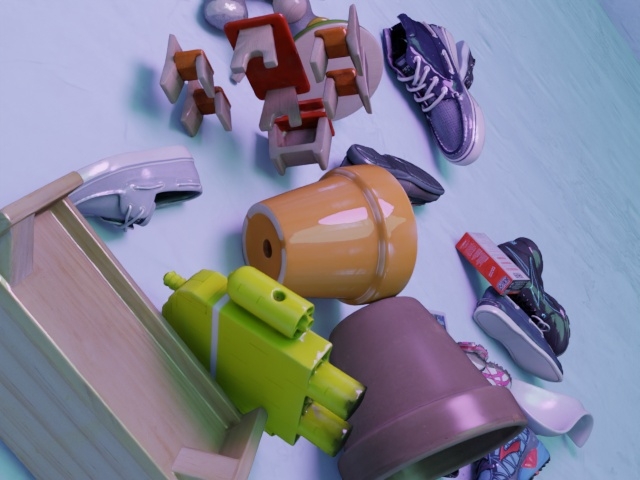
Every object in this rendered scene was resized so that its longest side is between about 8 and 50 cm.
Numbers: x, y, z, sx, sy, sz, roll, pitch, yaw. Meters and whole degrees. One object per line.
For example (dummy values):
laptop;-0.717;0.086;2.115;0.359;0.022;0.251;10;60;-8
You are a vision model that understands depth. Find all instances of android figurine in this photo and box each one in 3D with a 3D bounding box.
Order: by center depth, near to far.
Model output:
android figurine;-0.077;0.131;0.764;0.273;0.248;0.056;30;49;19

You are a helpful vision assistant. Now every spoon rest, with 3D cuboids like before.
spoon rest;0.460;0.340;1.330;0.276;0.084;0.137;27;18;-40

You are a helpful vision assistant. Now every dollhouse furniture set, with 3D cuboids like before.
dollhouse furniture set;-0.057;-0.220;0.961;0.259;0.262;0.135;65;22;-59

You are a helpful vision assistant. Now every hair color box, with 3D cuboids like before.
hair color box;0.343;0.044;1.346;0.072;0.043;0.141;3;39;-45

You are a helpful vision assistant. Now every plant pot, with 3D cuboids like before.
plant pot;0.123;0.210;0.950;0.263;0.263;0.229;9;48;-44
plant pot;0.000;0.000;0.950;0.188;0.205;0.205;-8;77;-33

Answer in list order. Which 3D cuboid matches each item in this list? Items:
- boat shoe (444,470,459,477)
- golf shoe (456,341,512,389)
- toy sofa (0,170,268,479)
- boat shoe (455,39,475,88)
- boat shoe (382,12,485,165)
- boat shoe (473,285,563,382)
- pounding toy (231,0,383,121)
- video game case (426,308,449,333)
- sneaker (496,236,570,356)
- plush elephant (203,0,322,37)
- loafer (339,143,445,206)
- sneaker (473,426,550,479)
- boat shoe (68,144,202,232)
boat shoe;0.188;0.316;1.073;0.049;0.040;0.142;-32;110;-39
golf shoe;0.286;0.252;1.211;0.186;0.067;0.086;40;57;-40
toy sofa;-0.232;0.128;0.685;0.362;0.177;0.150;54;17;-13
boat shoe;0.321;-0.380;1.560;0.076;0.080;0.228;44;37;-21
boat shoe;0.222;-0.315;1.397;0.158;0.127;0.340;8;58;-38
boat shoe;0.408;0.192;1.358;0.254;0.095;0.079;40;57;-14
pounding toy;-0.018;-0.310;1.116;0.237;0.183;0.110;20;32;-36
video game case;0.168;0.210;1.143;0.183;0.023;0.201;15;60;-42
sneaker;0.438;0.125;1.435;0.106;0.101;0.267;-6;69;-34
plush elephant;-0.041;-0.514;1.094;0.272;0.255;0.330;2;70;-46
loafer;0.123;-0.105;1.223;0.267;0.084;0.096;13;31;-47
sneaker;0.293;0.379;1.157;0.262;0.104;0.125;-13;67;-55
boat shoe;-0.226;-0.056;0.809;0.227;0.079;0.081;-27;88;-53
